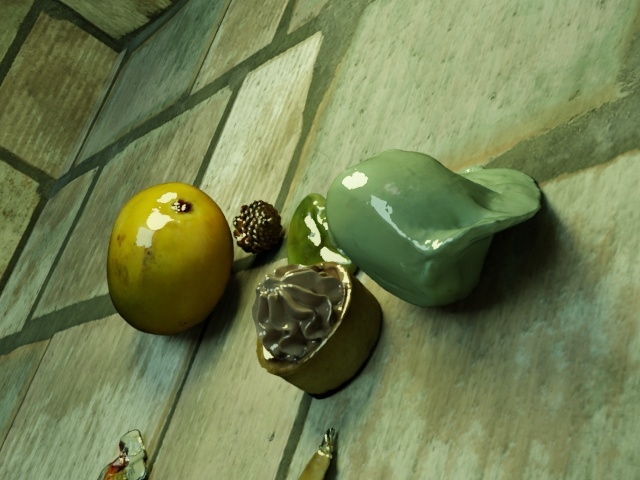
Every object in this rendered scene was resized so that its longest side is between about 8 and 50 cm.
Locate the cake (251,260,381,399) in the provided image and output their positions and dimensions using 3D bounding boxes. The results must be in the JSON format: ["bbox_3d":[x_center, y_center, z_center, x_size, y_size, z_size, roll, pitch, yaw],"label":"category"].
[{"bbox_3d":[-0.030,0.119,1.483,0.208,0.178,0.185,-41,31,36],"label":"cake"}]

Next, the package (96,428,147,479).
[{"bbox_3d":[-0.400,0.472,1.875,0.232,0.040,0.166,-51,28,14],"label":"package"}]

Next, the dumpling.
[{"bbox_3d":[0.134,-0.015,1.347,0.320,0.270,0.212,40,121,40],"label":"dumpling"}]

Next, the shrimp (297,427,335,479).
[{"bbox_3d":[-0.090,0.393,1.401,0.287,0.068,0.185,-41,29,28],"label":"shrimp"}]

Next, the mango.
[{"bbox_3d":[-0.313,0.047,1.974,0.446,0.232,0.300,144,127,-65],"label":"mango"}]

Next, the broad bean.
[{"bbox_3d":[0.003,0.001,1.668,0.153,0.072,0.206,-53,27,22],"label":"broad bean"}]

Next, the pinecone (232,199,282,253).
[{"bbox_3d":[-0.121,-0.017,1.881,0.109,0.102,0.102,106,174,-49],"label":"pinecone"}]
